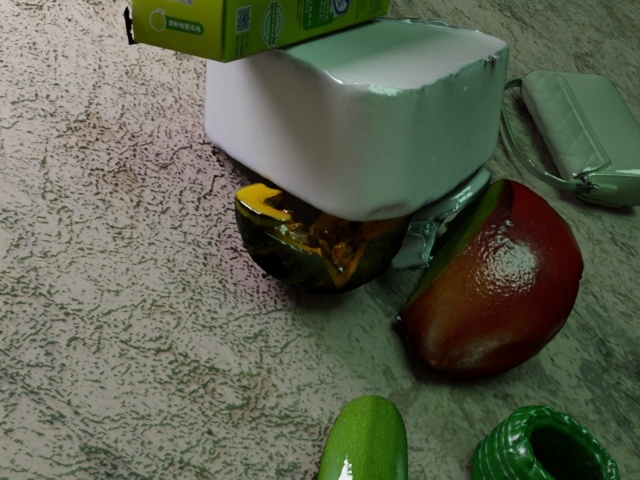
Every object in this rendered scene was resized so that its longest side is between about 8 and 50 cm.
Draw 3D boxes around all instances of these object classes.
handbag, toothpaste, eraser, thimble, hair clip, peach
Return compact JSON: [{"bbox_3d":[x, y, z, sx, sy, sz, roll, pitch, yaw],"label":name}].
[{"bbox_3d":[0.356,-0.150,1.676,0.219,0.079,0.256,4,44,-20],"label":"handbag"},{"bbox_3d":[-0.050,-0.250,1.174,0.110,0.077,0.327,16,26,28],"label":"toothpaste"},{"bbox_3d":[0.014,-0.150,1.239,0.331,0.150,0.331,6,23,-3],"label":"eraser"},{"bbox_3d":[0.214,0.225,1.107,0.130,0.090,0.118,21,40,-15],"label":"thimble"},{"bbox_3d":[0.124,-0.036,1.317,0.054,0.140,0.220,62,34,-15],"label":"hair clip"},{"bbox_3d":[0.195,0.044,1.248,0.159,0.154,0.267,37,35,1],"label":"peach"}]

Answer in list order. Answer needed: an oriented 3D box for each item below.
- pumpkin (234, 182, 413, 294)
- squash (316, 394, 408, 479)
[{"bbox_3d":[0.000,0.000,1.184,0.183,0.107,0.119,0,26,-18],"label":"pumpkin"},{"bbox_3d":[0.032,0.233,0.961,0.082,0.082,0.292,24,35,-14],"label":"squash"}]
